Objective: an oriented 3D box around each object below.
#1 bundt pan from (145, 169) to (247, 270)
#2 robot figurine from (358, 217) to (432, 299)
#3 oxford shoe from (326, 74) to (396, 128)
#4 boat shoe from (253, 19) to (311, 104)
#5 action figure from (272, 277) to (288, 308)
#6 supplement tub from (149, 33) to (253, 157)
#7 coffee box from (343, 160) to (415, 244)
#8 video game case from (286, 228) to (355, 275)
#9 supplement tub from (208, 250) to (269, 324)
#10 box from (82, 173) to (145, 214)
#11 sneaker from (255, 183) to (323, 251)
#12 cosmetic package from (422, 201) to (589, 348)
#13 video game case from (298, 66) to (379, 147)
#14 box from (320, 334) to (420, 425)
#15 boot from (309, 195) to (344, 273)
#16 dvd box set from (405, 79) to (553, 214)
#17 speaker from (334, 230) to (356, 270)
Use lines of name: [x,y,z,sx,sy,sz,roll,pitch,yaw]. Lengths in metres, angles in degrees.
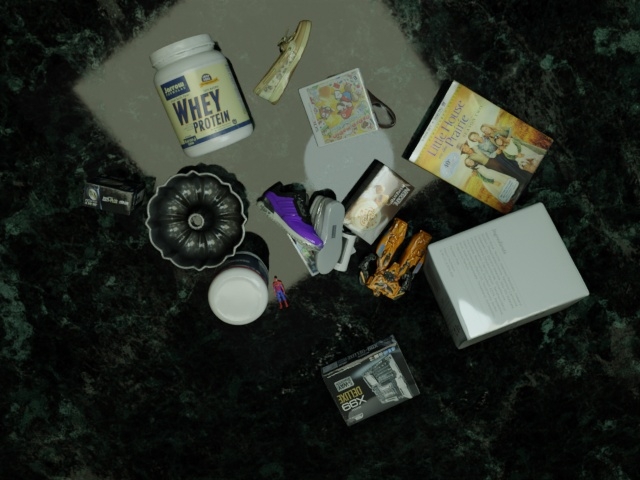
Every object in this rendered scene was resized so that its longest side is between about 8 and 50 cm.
bundt pan: [-0.405,-0.071,1.873,0.330,0.124,0.331,0,98,-1]
robot figurine: [0.264,0.078,1.995,0.211,0.085,0.291,25,101,-9]
oxford shoe: [0.138,-0.461,1.840,0.271,0.098,0.097,27,101,-11]
boat shoe: [-0.118,-0.580,1.787,0.089,0.104,0.285,25,102,-13]
action figure: [-0.147,0.189,2.020,0.038,0.030,0.115,-16,103,5]
supplement tub: [-0.371,-0.444,1.733,0.235,0.235,0.325,-21,105,1]
coffee box: [0.190,-0.131,1.929,0.141,0.098,0.246,36,99,-12]
video game case: [0.000,0.000,1.987,0.183,0.023,0.201,-30,106,3]
supplement tub: [-0.268,0.150,1.873,0.191,0.272,0.191,-1,104,-5]
box: [-0.665,-0.152,1.811,0.147,0.180,0.078,12,104,-7]
sneaker: [-0.078,-0.091,1.861,0.293,0.102,0.146,40,89,24]
cosmetic package: [0.587,0.128,1.853,0.393,0.329,0.328,-21,72,2]
video game case: [0.058,-0.430,1.824,0.226,0.026,0.206,-11,107,30]
box: [0.187,0.529,2.108,0.307,0.076,0.243,-24,105,1]
boot: [0.009,-0.024,1.913,0.095,0.123,0.258,1,108,-35]
dvd box set: [0.549,-0.316,1.931,0.420,0.062,0.308,28,100,-11]
speaker: [0.082,0.038,1.963,0.055,0.055,0.136,14,104,-8]
